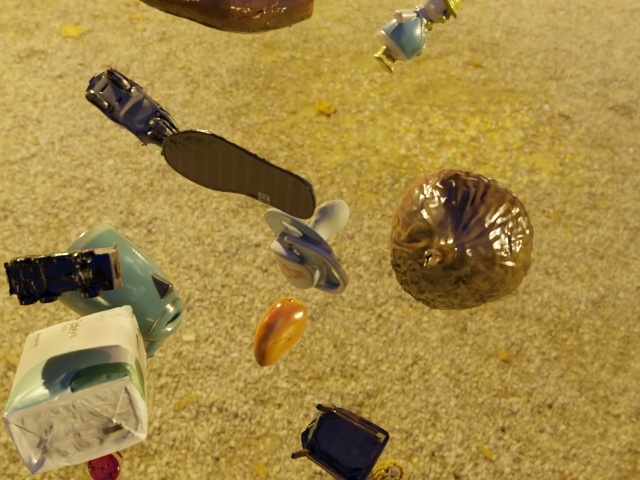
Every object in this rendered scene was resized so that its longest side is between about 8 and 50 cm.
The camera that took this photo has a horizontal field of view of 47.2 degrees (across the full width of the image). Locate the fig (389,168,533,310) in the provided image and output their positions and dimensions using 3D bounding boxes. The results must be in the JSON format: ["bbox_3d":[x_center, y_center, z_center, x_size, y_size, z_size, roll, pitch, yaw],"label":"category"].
[{"bbox_3d":[0.236,0.021,1.357,0.286,0.286,0.368,23,22,18],"label":"fig"}]

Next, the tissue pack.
[{"bbox_3d":[-0.520,0.313,1.607,0.266,0.194,0.356,-16,23,-9],"label":"tissue pack"}]

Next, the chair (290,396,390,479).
[{"bbox_3d":[0.048,0.471,1.707,0.186,0.319,0.160,28,83,13],"label":"chair"}]

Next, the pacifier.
[{"bbox_3d":[0.000,0.000,1.632,0.227,0.279,0.207,26,66,26],"label":"pacifier"}]

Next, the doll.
[{"bbox_3d":[0.210,-0.463,1.554,0.241,0.135,0.099,-39,32,12],"label":"doll"}]

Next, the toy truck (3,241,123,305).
[{"bbox_3d":[-0.539,0.068,1.533,0.242,0.101,0.125,-5,9,1],"label":"toy truck"}]

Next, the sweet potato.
[{"bbox_3d":[-0.127,-0.303,0.948,0.243,0.077,0.077,-1,40,-5],"label":"sweet potato"}]

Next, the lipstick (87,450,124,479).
[{"bbox_3d":[-0.480,0.503,1.647,0.073,0.279,0.073,3,76,-13],"label":"lipstick"}]

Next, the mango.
[{"bbox_3d":[-0.120,0.266,2.111,0.112,0.145,0.219,22,76,34],"label":"mango"}]

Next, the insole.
[{"bbox_3d":[-0.135,-0.105,1.162,0.309,0.110,0.012,25,39,25],"label":"insole"}]

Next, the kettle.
[{"bbox_3d":[-0.547,0.173,2.038,0.342,0.319,0.247,35,33,8],"label":"kettle"}]

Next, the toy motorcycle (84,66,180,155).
[{"bbox_3d":[-0.365,-0.249,1.478,0.263,0.157,0.091,37,81,19],"label":"toy motorcycle"}]

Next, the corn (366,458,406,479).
[{"bbox_3d":[0.142,0.613,1.835,0.080,0.231,0.080,12,52,-16],"label":"corn"}]
